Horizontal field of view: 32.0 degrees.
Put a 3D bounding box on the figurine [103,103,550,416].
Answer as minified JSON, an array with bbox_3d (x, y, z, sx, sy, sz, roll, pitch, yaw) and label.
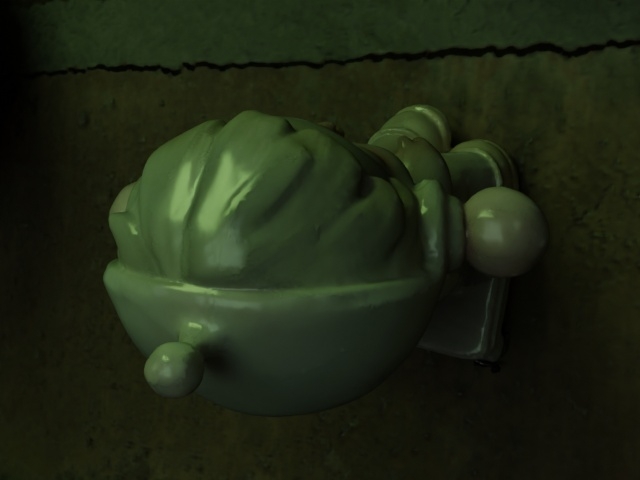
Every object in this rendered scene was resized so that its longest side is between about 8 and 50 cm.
[{"bbox_3d":[-0.007,0.008,0.488,0.182,0.257,0.144,33,106,24],"label":"figurine"}]
